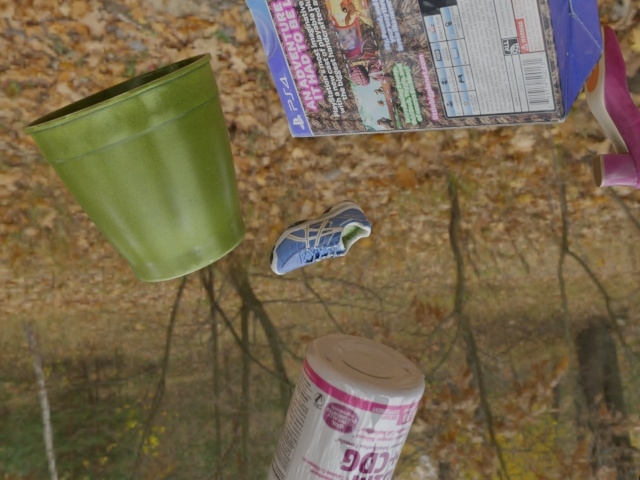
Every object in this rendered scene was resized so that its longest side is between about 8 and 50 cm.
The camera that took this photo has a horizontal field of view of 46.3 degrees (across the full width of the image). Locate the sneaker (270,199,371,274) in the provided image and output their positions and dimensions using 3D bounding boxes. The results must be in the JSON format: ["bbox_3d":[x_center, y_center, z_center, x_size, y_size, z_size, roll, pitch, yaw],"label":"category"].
[{"bbox_3d":[0.000,0.000,1.407,0.211,0.081,0.080,-33,133,-10],"label":"sneaker"}]

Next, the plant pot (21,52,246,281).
[{"bbox_3d":[-0.312,-0.125,1.433,0.366,0.353,0.366,-19,-160,7],"label":"plant pot"}]

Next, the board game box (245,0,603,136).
[{"bbox_3d":[0.087,-0.236,0.697,0.291,0.232,0.141,3,-144,34],"label":"board game box"}]

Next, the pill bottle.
[{"bbox_3d":[0.022,0.284,1.001,0.160,0.283,0.160,16,-165,-5],"label":"pill bottle"}]

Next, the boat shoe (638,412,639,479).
[{"bbox_3d":[0.270,0.158,0.461,0.156,0.500,0.187,27,153,15],"label":"boat shoe"}]

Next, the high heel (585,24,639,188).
[{"bbox_3d":[0.464,-0.198,1.107,0.117,0.244,0.082,-4,177,2],"label":"high heel"}]
